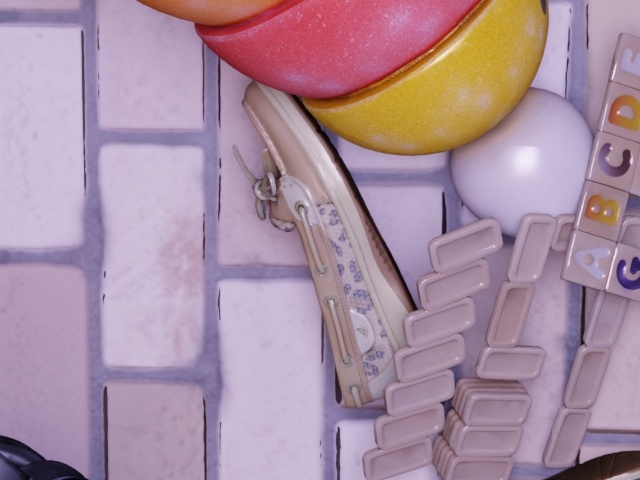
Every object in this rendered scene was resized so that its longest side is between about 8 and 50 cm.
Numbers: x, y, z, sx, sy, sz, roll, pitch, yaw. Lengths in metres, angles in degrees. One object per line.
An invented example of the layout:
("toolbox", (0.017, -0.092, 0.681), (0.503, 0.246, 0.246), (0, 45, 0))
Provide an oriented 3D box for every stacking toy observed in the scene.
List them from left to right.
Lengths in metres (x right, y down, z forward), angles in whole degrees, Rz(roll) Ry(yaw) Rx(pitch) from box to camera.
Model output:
("stacking toy", (0.057, -0.187, 1.502), (0.350, 0.350, 0.480), (-38, 115, 8))

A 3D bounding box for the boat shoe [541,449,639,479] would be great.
("boat shoe", (0.212, 0.217, 1.634), (0.152, 0.056, 0.049), (-21, 101, 16))

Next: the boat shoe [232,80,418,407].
("boat shoe", (0.000, 0.000, 1.587), (0.089, 0.104, 0.285), (-27, 96, 5))

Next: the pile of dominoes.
("pile of dominoes", (0.140, 0.082, 1.576), (0.196, 0.040, 0.251), (3, 116, -25))

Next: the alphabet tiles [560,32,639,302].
("alphabet tiles", (0.300, -0.061, 1.557), (0.198, 0.009, 0.237), (15, 87, -24))

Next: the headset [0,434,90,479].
("headset", (-0.257, 0.255, 1.577), (0.185, 0.243, 0.394), (-50, 119, -16))
